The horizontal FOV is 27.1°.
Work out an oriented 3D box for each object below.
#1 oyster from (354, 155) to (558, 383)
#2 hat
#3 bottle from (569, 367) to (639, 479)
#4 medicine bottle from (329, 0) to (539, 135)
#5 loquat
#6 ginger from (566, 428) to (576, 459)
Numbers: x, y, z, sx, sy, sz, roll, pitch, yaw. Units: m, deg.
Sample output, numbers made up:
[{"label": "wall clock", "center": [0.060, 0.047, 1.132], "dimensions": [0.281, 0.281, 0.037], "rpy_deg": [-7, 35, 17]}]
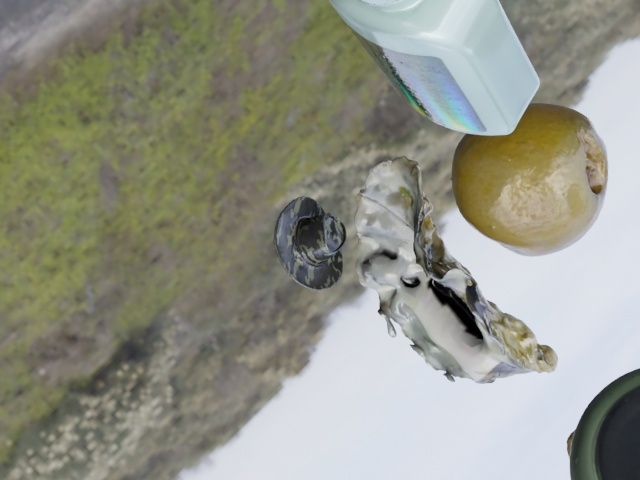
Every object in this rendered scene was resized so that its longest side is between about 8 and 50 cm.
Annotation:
[{"label": "oyster", "center": [0.167, 0.061, 1.741], "dimensions": [0.115, 0.351, 0.238], "rpy_deg": [-44, 173, -26]}, {"label": "hat", "center": [0.000, 0.000, 1.572], "dimensions": [0.050, 0.121, 0.121], "rpy_deg": [-26, -169, 41]}, {"label": "bottle", "center": [0.313, 0.232, 1.167], "dimensions": [0.168, 0.168, 0.347], "rpy_deg": [-44, 154, -5]}, {"label": "medicine bottle", "center": [0.074, -0.157, 0.942], "dimensions": [0.083, 0.121, 0.229], "rpy_deg": [-59, 152, -4]}, {"label": "loquat", "center": [0.263, -0.077, 1.698], "dimensions": [0.213, 0.213, 0.213], "rpy_deg": [-44, 179, -1]}, {"label": "ginger", "center": [0.464, 0.366, 1.860], "dimensions": [0.086, 0.294, 0.131], "rpy_deg": [-39, 151, -31]}]
